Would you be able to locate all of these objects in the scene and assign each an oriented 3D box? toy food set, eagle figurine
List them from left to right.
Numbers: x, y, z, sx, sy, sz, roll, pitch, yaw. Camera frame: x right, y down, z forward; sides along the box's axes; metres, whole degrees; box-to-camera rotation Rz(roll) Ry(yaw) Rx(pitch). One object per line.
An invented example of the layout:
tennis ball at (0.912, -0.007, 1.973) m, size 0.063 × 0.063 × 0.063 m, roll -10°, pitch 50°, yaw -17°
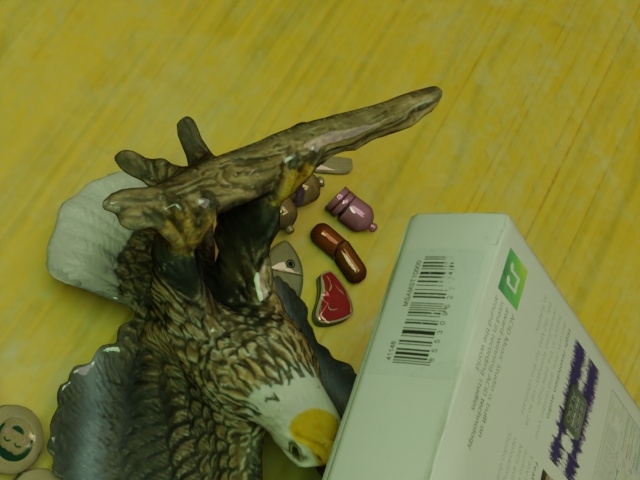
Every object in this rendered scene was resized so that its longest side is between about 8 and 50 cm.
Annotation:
eagle figurine at (-0.029, 0.094, 0.640) m, size 0.226 × 0.225 × 0.298 m, roll -6°, pitch 111°, yaw 11°
toy food set at (0.000, 0.000, 0.764) m, size 0.077 × 0.019 × 0.122 m, roll 4°, pitch 70°, yaw -20°

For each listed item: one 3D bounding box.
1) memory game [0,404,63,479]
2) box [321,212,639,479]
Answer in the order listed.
memory game at (-0.205, 0.143, 0.598) m, size 0.186 × 0.012 × 0.186 m, roll 7°, pitch 79°, yaw -40°
box at (0.102, 0.168, 0.619) m, size 0.322 × 0.058 × 0.232 m, roll 48°, pitch 53°, yaw -43°
